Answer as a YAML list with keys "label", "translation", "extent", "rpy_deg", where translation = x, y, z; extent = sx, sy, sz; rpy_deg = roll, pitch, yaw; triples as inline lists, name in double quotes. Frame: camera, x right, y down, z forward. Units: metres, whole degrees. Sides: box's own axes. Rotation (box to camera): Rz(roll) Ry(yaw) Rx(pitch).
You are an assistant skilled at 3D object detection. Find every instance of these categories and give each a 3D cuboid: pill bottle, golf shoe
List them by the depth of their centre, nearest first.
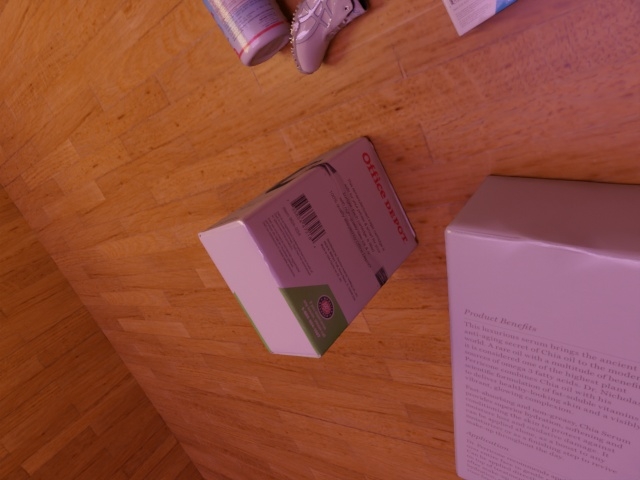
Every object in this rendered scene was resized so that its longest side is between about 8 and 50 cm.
- label: "golf shoe"
  translation: [0.014, -0.290, 0.556]
  extent: [0.085, 0.069, 0.176]
  rpy_deg: [28, 135, 13]
- label: "pill bottle"
  translation: [-0.115, -0.337, 0.609]
  extent: [0.087, 0.087, 0.160]
  rpy_deg: [-25, 102, 47]

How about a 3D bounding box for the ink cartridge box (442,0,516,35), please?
- label: "ink cartridge box"
  translation: [0.160, -0.292, 0.441]
  extent: [0.088, 0.052, 0.123]
  rpy_deg: [-19, 108, 45]

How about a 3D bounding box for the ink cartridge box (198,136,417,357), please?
- label: "ink cartridge box"
  translation: [0.000, 0.000, 0.626]
  extent: [0.114, 0.273, 0.199]
  rpy_deg: [-13, 111, 47]

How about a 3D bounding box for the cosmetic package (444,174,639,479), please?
- label: "cosmetic package"
  translation: [0.306, 0.159, 0.570]
  extent: [0.229, 0.161, 0.454]
  rpy_deg: [11, 126, 34]
